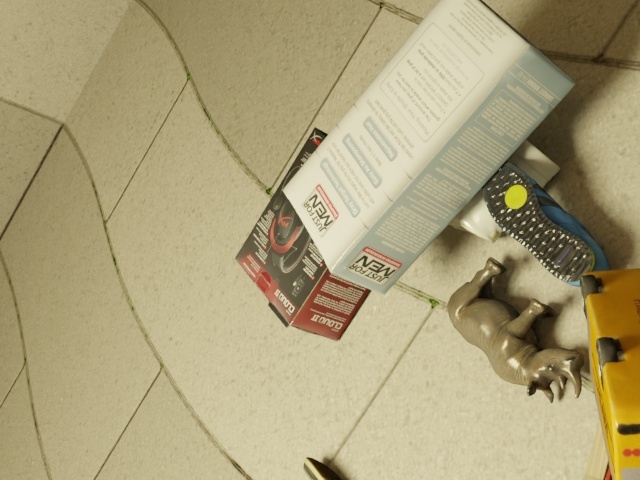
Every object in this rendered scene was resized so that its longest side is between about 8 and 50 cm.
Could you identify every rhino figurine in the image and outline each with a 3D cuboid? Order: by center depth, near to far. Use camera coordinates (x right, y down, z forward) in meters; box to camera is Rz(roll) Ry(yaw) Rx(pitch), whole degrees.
[{"bbox_3d":[0.247,0.120,1.151,0.106,0.073,0.243,-53,42,11],"label":"rhino figurine"}]

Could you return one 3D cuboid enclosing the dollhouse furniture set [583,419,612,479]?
[{"bbox_3d":[0.325,0.277,0.938,0.129,0.129,0.184,8,78,50],"label":"dollhouse furniture set"}]

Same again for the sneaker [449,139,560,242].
[{"bbox_3d":[0.187,-0.115,1.309,0.169,0.108,0.292,-53,42,12],"label":"sneaker"}]

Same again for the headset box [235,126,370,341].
[{"bbox_3d":[0.000,0.000,1.462,0.293,0.110,0.218,-58,40,10],"label":"headset box"}]

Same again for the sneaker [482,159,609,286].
[{"bbox_3d":[0.283,-0.018,1.154,0.069,0.082,0.209,-51,54,21],"label":"sneaker"}]

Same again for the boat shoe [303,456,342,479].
[{"bbox_3d":[0.014,0.368,1.307,0.049,0.056,0.152,-56,40,4],"label":"boat shoe"}]

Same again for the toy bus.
[{"bbox_3d":[0.330,0.130,0.916,0.108,0.333,0.130,-6,106,13],"label":"toy bus"}]

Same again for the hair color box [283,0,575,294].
[{"bbox_3d":[0.130,-0.131,1.212,0.374,0.113,0.185,-49,43,18],"label":"hair color box"}]
